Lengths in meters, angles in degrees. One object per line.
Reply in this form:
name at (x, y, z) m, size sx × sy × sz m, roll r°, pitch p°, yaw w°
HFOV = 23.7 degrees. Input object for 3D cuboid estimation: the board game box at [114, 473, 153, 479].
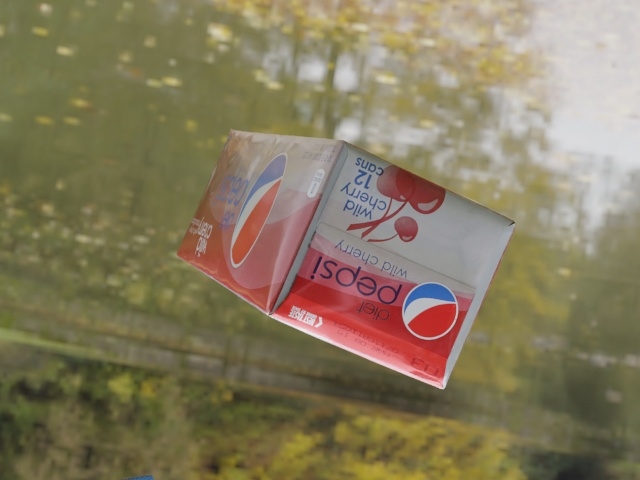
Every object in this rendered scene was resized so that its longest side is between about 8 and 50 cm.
board game box at (-0.265, 0.244, 1.291) m, size 0.210 × 0.047 × 0.160 m, roll -19°, pitch 168°, yaw 37°

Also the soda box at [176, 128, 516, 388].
soda box at (0.000, 0.000, 0.769) m, size 0.092 × 0.083 × 0.263 m, roll 23°, pitch 179°, yaw -14°
